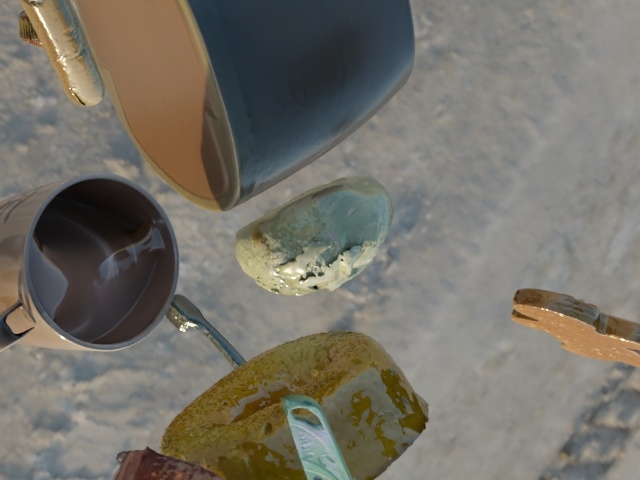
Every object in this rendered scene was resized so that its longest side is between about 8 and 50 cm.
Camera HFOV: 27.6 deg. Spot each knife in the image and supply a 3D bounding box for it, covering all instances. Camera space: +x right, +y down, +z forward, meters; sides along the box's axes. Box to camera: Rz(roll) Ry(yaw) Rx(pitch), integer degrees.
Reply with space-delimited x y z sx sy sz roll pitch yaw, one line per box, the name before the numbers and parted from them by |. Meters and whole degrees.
knife | 0.012 0.165 0.822 0.030 0.014 0.207 -15 129 6

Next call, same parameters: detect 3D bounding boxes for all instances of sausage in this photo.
sausage | -0.345 -0.278 1.702 0.066 0.066 0.301 -44 150 -15

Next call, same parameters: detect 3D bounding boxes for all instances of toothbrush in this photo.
toothbrush | -0.069 0.173 1.528 0.030 0.297 0.030 -48 178 39

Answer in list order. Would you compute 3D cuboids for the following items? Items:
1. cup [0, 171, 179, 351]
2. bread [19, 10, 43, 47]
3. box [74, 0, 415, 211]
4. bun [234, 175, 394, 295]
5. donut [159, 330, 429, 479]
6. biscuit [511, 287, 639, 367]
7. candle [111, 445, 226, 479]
cup | -0.312 0.047 1.449 0.253 0.200 0.191 -44 113 -35
bread | -0.392 -0.307 1.884 0.085 0.085 0.053 -24 121 -39
box | -0.066 -0.196 1.151 0.216 0.301 0.301 -26 141 -23
bun | 0.000 0.000 1.823 0.239 0.141 0.239 -27 -179 0
donut | -0.036 0.186 1.293 0.277 0.277 0.108 -34 105 -29
biscuit | 0.290 0.091 1.410 0.250 0.165 0.036 28 75 -48
candle | -0.098 0.308 1.077 0.131 0.317 0.287 -64 138 -55
